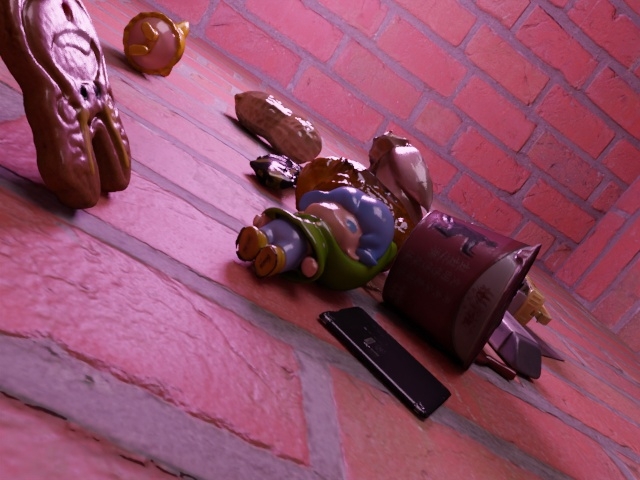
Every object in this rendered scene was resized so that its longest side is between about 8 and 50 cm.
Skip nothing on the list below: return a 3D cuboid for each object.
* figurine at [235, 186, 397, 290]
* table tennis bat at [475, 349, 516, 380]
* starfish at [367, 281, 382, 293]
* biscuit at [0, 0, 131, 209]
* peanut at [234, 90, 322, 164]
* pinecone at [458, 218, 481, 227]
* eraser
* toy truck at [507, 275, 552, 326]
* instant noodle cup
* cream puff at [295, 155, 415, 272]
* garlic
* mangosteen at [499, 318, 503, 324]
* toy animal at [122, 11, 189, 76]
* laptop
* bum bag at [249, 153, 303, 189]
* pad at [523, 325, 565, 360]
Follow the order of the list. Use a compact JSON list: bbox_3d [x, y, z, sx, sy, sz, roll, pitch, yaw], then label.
[{"bbox_3d":[0.000,0.000,0.797,0.162,0.143,0.263,36,30,32],"label":"figurine"},{"bbox_3d":[0.283,0.201,1.010,0.154,0.019,0.098,33,14,1],"label":"table tennis bat"},{"bbox_3d":[0.067,0.064,0.959,0.086,0.016,0.092,33,12,1],"label":"starfish"},{"bbox_3d":[-0.265,-0.185,0.580,0.186,0.044,0.295,-92,170,-73],"label":"biscuit"},{"bbox_3d":[-0.117,-0.307,1.507,0.298,0.120,0.136,39,-9,15],"label":"peanut"},{"bbox_3d":[0.384,0.018,1.529,0.179,0.150,0.195,17,14,0],"label":"pinecone"},{"bbox_3d":[0.369,0.166,1.227,0.089,0.061,0.352,29,15,-26],"label":"eraser"},{"bbox_3d":[0.509,0.136,1.479,0.157,0.124,0.272,34,15,-3],"label":"toy truck"},{"bbox_3d":[0.225,0.067,0.923,0.178,0.235,0.234,31,12,22],"label":"instant noodle cup"},{"bbox_3d":[0.071,-0.051,1.050,0.269,0.155,0.241,34,11,0],"label":"cream puff"},{"bbox_3d":[0.191,-0.101,1.355,0.210,0.237,0.292,10,65,-40],"label":"garlic"},{"bbox_3d":[0.286,0.121,1.090,0.140,0.140,0.140,33,15,-10],"label":"mangosteen"},{"bbox_3d":[-0.391,-0.470,1.341,0.156,0.156,0.230,33,16,-8],"label":"toy animal"},{"bbox_3d":[0.088,0.151,0.734,0.180,0.016,0.129,43,17,21],"label":"laptop"},{"bbox_3d":[-0.083,-0.148,1.195,0.106,0.060,0.232,28,12,5],"label":"bum bag"},{"bbox_3d":[0.496,0.224,1.434,0.299,0.005,0.202,21,21,-45],"label":"pad"}]
